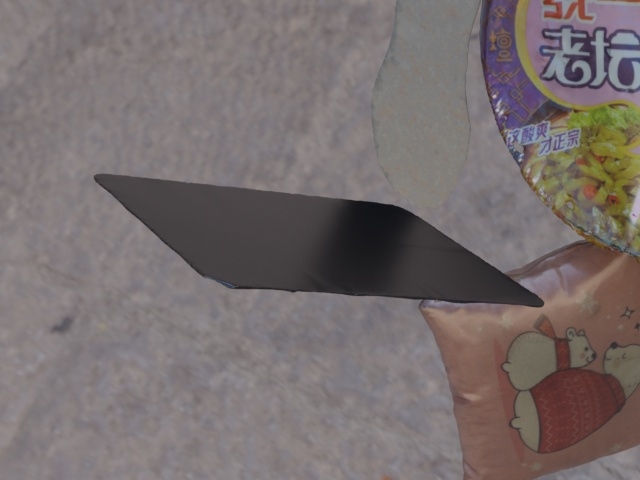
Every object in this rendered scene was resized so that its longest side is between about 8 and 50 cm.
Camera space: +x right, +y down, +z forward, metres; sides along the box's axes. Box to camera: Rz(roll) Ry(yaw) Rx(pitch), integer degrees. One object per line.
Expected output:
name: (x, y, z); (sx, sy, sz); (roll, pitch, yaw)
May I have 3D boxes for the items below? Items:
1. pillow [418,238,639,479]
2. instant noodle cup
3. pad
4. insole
pillow: (0.209, 0.112, 1.356); (0.223, 0.236, 0.084); (-17, 24, -8)
instant noodle cup: (0.343, -0.169, 1.277); (0.339, 0.266, 0.340); (19, 117, 43)
pad: (0.000, 0.000, 0.592); (0.112, 0.157, 0.003); (37, 115, 51)
insole: (0.060, -0.094, 0.859); (0.065, 0.197, 0.004); (24, 48, 21)
